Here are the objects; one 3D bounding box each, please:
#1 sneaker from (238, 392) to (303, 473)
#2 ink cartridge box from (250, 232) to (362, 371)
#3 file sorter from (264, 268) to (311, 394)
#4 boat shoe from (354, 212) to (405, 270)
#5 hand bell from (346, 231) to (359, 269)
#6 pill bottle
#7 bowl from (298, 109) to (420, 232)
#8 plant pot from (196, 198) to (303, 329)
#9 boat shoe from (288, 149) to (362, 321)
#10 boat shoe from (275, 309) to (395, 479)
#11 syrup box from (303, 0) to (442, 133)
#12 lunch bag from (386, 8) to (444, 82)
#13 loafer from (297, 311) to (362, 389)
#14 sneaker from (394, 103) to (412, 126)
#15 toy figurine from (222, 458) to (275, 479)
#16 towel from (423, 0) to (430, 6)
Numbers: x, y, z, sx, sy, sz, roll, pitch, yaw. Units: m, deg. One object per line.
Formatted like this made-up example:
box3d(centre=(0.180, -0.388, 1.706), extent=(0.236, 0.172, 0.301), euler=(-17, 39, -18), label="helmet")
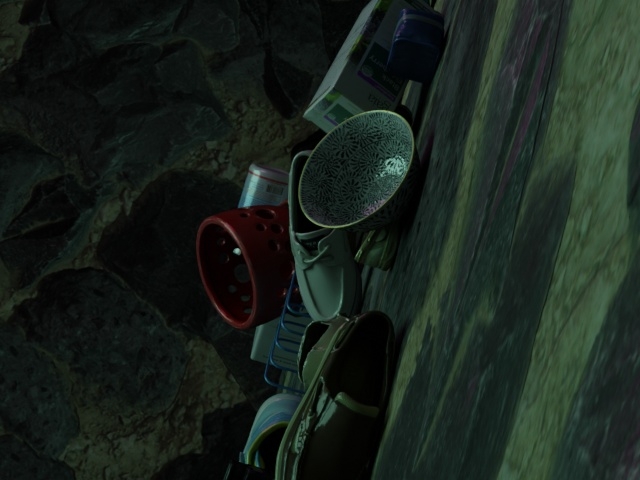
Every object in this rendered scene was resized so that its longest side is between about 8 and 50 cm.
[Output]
box3d(centre=(-0.091, 0.394, 2.227), extent=(0.208, 0.127, 0.319), euler=(-99, 24, -87), label="sneaker")
box3d(centre=(-0.019, 0.047, 2.630), extent=(0.223, 0.129, 0.307), euler=(-80, 7, -63), label="ink cartridge box")
box3d(centre=(-0.014, 0.142, 2.283), extent=(0.118, 0.104, 0.170), euler=(-79, 5, -51), label="file sorter")
box3d(centre=(0.082, -0.036, 1.890), extent=(0.056, 0.048, 0.153), euler=(113, 172, -70), label="boat shoe")
box3d(centre=(0.046, -0.016, 2.290), extent=(0.126, 0.126, 0.242), euler=(-79, -8, -60), label="hand bell")
box3d(centre=(-0.104, -0.049, 2.613), extent=(0.087, 0.087, 0.160), euler=(-92, 20, -81), label="pill bottle")
box3d(centre=(0.064, -0.070, 1.837), extent=(0.170, 0.080, 0.170), euler=(-22, 47, 26), label="bowl")
box3d(centre=(-0.081, 0.029, 2.381), extent=(0.191, 0.174, 0.191), euler=(40, 140, 45), label="plant pot")
box3d(centre=(0.000, 0.000, 2.139), extent=(0.088, 0.096, 0.267), euler=(6, -99, -71), label="boat shoe")
box3d(centre=(0.018, 0.185, 1.523), extent=(0.095, 0.095, 0.257), euler=(123, 164, -61), label="boat shoe")
box3d(centre=(0.075, -0.246, 2.087), extent=(0.096, 0.093, 0.237), euler=(-39, 19, 52), label="syrup box")
box3d(centre=(0.130, -0.264, 2.009), extent=(0.098, 0.067, 0.065), euler=(107, 177, -59), label="lunch bag")
box3d(centre=(0.021, 0.130, 1.743), extent=(0.268, 0.092, 0.102), euler=(-136, 61, -87), label="loafer")
box3d(centre=(0.081, -0.101, 2.097), extent=(0.086, 0.064, 0.192), euler=(-61, -10, -81), label="sneaker")
box3d(centre=(-0.090, 0.419, 1.973), extent=(0.213, 0.148, 0.209), euler=(-74, 7, -49), label="toy figurine")
box3d(centre=(0.210, -0.542, 2.298), extent=(0.370, 0.040, 0.271), euler=(112, 172, -54), label="towel")
